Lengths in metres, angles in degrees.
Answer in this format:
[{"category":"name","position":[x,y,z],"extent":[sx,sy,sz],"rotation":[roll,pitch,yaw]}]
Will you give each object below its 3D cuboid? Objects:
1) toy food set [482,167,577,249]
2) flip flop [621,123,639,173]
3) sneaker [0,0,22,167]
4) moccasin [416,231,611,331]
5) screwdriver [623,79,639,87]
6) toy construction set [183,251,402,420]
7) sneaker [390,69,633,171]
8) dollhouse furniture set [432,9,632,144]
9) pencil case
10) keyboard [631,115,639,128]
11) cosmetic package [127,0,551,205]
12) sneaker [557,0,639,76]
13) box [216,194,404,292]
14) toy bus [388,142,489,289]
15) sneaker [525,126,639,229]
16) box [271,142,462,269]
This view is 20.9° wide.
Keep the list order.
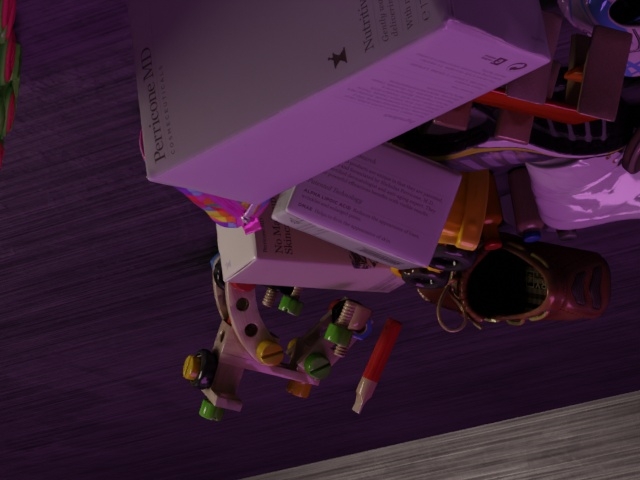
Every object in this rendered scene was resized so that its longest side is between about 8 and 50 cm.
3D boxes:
[{"category":"toy food set","position":[0.302,-0.029,2.396],"extent":[0.111,0.104,0.232],"rotation":[-19,159,29]},{"category":"flip flop","position":[0.475,-0.156,2.034],"extent":[0.277,0.080,0.112],"rotation":[-32,168,13]},{"category":"sneaker","position":[-0.404,-0.153,1.699],"extent":[0.202,0.185,0.483],"rotation":[13,156,-4]},{"category":"moccasin","position":[0.247,0.063,2.481],"extent":[0.147,0.139,0.380],"rotation":[-1,-172,-30]},{"category":"screwdriver","position":[0.433,-0.207,2.052],"extent":[0.170,0.024,0.025],"rotation":[-25,126,39]},{"category":"toy construction set","position":[-0.049,0.173,2.479],"extent":[0.309,0.237,0.257],"rotation":[22,179,43]},{"category":"sneaker","position":[0.223,-0.137,2.078],"extent":[0.300,0.111,0.121],"rotation":[1,168,-3]},{"category":"dollhouse furniture set","position":[0.162,-0.156,1.806],"extent":[0.259,0.135,0.262],"rotation":[12,175,-13]},{"category":"pencil case","position":[-0.130,-0.086,2.063],"extent":[0.104,0.104,0.236],"rotation":[-13,160,16]},{"category":"keyboard","position":[0.371,-0.099,2.272],"extent":[0.108,0.023,0.180],"rotation":[-1,144,-19]},{"category":"cosmetic package","position":[0.005,-0.200,1.603],"extent":[0.385,0.217,0.156],"rotation":[-25,155,37]},{"category":"sneaker","position":[0.328,-0.231,1.833],"extent":[0.086,0.085,0.237],"rotation":[4,169,32]},{"category":"box","position":[0.000,0.000,2.353],"extent":[0.275,0.113,0.094],"rotation":[3,158,-34]},{"category":"toy bus","position":[0.094,-0.038,2.255],"extent":[0.211,0.149,0.220],"rotation":[11,160,-13]},{"category":"sneaker","position":[0.398,-0.107,2.160],"extent":[0.292,0.108,0.169],"rotation":[-15,145,12]},{"category":"box","position":[0.051,-0.051,2.042],"extent":[0.182,0.119,0.181],"rotation":[22,175,-6]}]
